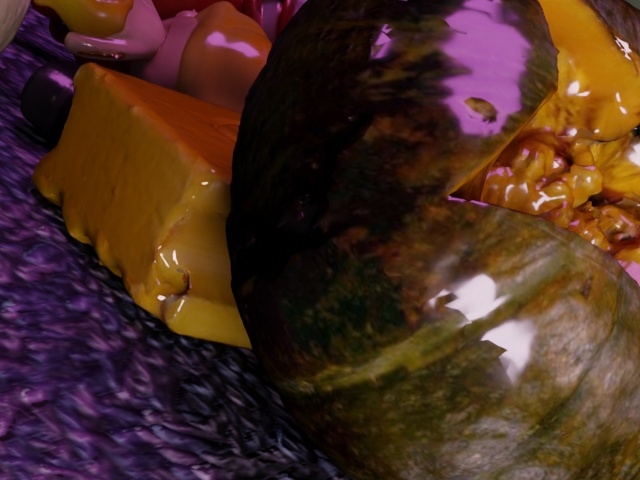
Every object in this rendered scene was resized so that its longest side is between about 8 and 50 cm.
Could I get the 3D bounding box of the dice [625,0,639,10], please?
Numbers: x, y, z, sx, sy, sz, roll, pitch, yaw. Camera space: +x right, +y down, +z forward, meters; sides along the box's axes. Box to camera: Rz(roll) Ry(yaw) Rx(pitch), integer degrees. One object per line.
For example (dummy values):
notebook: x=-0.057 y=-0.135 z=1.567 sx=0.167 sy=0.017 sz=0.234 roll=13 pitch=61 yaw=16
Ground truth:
dice: x=0.212 y=-0.119 z=1.244 sx=0.330 sy=0.318 sz=0.322 roll=31 pitch=15 yaw=17

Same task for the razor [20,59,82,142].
razor: x=-0.140 y=-0.078 z=1.009 sx=0.148 sy=0.054 sz=0.090 roll=27 pitch=14 yaw=3

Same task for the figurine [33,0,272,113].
figurine: x=-0.112 y=-0.145 z=1.102 sx=0.246 sy=0.131 sz=0.156 roll=34 pitch=52 yaw=-34

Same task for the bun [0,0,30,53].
bun: x=-0.372 y=-0.272 z=1.004 sx=0.364 sy=0.202 sz=0.364 roll=25 pitch=12 yaw=-5

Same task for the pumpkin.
pumpkin: x=0.093 y=-0.001 z=0.707 sx=0.320 sy=0.192 sz=0.320 roll=23 pitch=54 yaw=-35

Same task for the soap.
soap: x=0.000 y=0.000 z=0.893 sx=0.324 sy=0.096 sz=0.204 roll=16 pitch=17 yaw=-38

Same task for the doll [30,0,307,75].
doll: x=-0.120 y=-0.191 z=1.240 sx=0.290 sy=0.161 sz=0.130 roll=8 pitch=32 yaw=8
